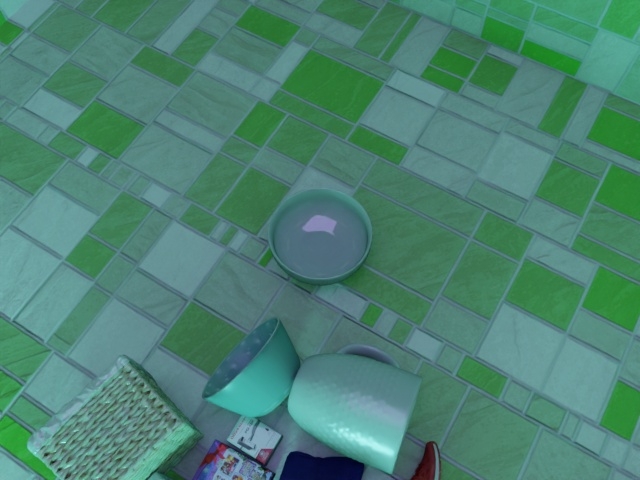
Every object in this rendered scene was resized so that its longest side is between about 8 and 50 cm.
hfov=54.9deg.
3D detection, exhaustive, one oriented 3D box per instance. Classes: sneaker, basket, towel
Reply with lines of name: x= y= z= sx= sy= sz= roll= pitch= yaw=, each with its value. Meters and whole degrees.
sneaker: x=0.268 y=0.674 z=1.732 sx=0.128 sy=0.087 sz=0.221 roll=6 pitch=64 yaw=3
basket: x=-0.542 y=0.543 z=1.687 sx=0.266 sy=0.328 sz=0.331 roll=41 pitch=72 yaw=16
towel: x=-0.019 y=0.701 z=1.642 sx=0.228 sy=0.076 sz=0.308 roll=0 pitch=24 yaw=16

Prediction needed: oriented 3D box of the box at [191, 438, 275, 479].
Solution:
box: x=-0.284 y=0.741 z=1.731 sx=0.201 sy=0.057 sz=0.293 roll=25 pitch=68 yaw=13

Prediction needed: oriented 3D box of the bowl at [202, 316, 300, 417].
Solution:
bowl: x=-0.178 y=0.389 z=1.791 sx=0.163 sy=0.311 sz=0.311 roll=46 pitch=71 yaw=-10

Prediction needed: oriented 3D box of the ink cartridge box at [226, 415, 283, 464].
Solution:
ink cartridge box: x=-0.193 y=0.580 z=1.806 sx=0.135 sy=0.056 sz=0.099 roll=27 pitch=69 yaw=13

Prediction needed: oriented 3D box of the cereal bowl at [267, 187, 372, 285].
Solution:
cereal bowl: x=0.000 y=0.000 z=2.031 sx=0.339 sy=0.141 sz=0.339 roll=-1 pitch=65 yaw=1

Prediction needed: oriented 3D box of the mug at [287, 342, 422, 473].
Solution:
mug: x=0.106 y=0.437 z=1.774 sx=0.328 sy=0.276 sz=0.374 roll=18 pitch=36 yaw=14

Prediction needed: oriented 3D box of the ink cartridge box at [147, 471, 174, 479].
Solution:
ink cartridge box: x=-0.443 y=0.733 z=1.642 sx=0.127 sy=0.128 sz=0.176 roll=38 pitch=75 yaw=25
